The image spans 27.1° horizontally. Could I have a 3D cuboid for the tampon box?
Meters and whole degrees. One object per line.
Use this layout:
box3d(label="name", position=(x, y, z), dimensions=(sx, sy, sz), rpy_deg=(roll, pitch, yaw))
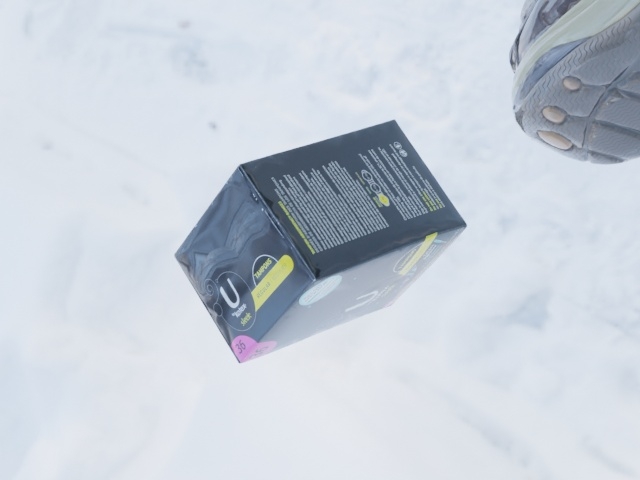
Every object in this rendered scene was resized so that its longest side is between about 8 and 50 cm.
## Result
box3d(label="tampon box", position=(0.000, 0.000, 0.971), dimensions=(0.101, 0.161, 0.120), rpy_deg=(56, 138, 16))

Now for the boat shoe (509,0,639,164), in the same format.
box3d(label="boat shoe", position=(0.237, -0.187, 0.710), dimensions=(0.355, 0.132, 0.130), rpy_deg=(-34, 45, 27))
